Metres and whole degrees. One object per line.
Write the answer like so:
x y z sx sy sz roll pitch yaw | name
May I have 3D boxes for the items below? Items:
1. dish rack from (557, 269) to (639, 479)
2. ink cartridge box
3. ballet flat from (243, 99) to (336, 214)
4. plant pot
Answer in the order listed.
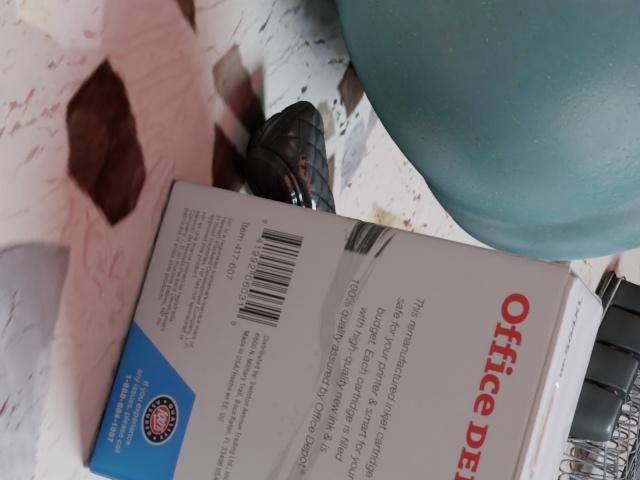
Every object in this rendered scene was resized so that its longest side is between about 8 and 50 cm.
0.299 0.192 1.714 0.208 0.074 0.271 -57 153 -37 | dish rack
0.014 0.068 0.780 0.086 0.203 0.148 34 71 -66 | ink cartridge box
0.000 0.000 0.895 0.049 0.057 0.173 -47 144 -28 | ballet flat
0.119 -0.163 0.852 0.196 0.293 0.293 40 62 -37 | plant pot
